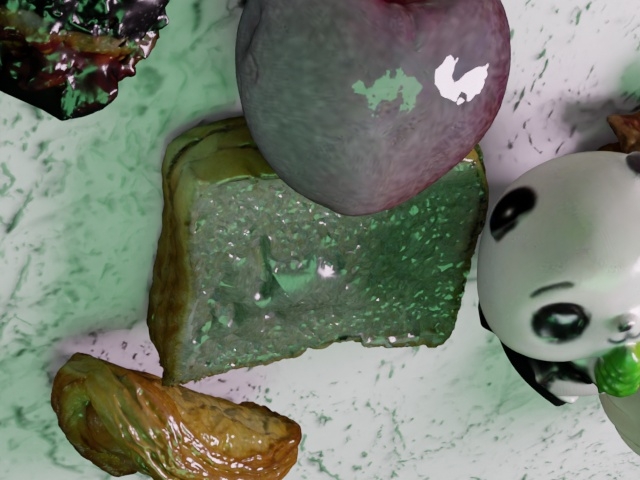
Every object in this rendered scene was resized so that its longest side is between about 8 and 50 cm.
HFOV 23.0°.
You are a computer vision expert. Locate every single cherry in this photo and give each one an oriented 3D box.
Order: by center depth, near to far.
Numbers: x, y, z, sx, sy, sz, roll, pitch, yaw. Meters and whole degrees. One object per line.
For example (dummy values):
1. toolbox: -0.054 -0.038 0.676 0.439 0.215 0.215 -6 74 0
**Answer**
1. cherry: 0.039 -0.137 1.230 0.213 0.183 0.266 7 117 -12

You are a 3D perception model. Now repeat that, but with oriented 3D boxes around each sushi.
1. sushi: -0.186 -0.173 1.116 0.172 0.153 0.150 3 116 -55

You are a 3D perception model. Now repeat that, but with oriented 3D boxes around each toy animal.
1. toy animal: 0.249 0.042 1.445 0.212 0.212 0.267 -23 162 0

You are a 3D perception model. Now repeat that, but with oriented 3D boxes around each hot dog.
1. hot dog: -0.149 0.193 1.539 0.259 0.175 0.114 21 86 -40

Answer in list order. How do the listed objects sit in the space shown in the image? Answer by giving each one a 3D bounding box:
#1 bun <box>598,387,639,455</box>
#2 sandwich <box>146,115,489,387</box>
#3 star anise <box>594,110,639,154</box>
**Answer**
1. bun: 0.378 0.118 1.707 0.263 0.175 0.263 -14 111 -41
2. sandwich: 0.000 0.000 1.435 0.301 0.099 0.271 -7 137 -17
3. star anise: 0.350 -0.088 1.505 0.212 0.111 0.196 6 126 -21
